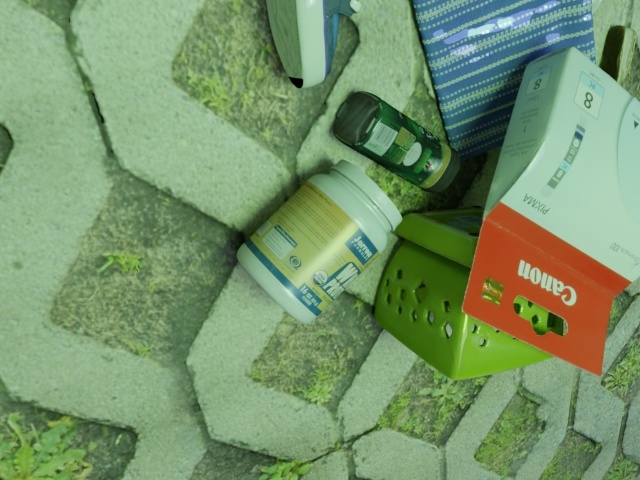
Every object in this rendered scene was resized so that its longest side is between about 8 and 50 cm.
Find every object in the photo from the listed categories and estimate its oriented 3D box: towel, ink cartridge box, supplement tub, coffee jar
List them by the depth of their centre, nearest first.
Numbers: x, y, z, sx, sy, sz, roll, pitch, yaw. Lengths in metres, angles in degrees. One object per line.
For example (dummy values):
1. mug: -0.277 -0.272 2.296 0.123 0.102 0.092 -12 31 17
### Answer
1. supplement tub: 0.000 0.000 0.786 0.200 0.144 0.144 -45 127 -3
2. ink cartridge box: 0.380 -0.028 0.808 0.308 0.091 0.384 26 75 -25
3. towel: 0.275 -0.286 0.813 0.243 0.040 0.336 -20 126 7
4. coffee jar: 0.114 -0.137 0.814 0.184 0.096 0.079 24 103 -36

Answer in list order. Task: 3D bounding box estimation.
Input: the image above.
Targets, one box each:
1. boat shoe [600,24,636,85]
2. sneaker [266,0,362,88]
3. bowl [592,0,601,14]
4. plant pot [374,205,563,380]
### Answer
1. boat shoe: 0.518 -0.301 0.988 0.045 0.050 0.135 -5 116 -22
2. sneaker: 0.058 -0.352 0.652 0.236 0.130 0.322 -13 113 -17
3. bowl: 0.367 -0.373 0.850 0.170 0.080 0.170 -12 118 -24
4. plant pot: 0.241 0.065 0.912 0.227 0.228 0.207 -6 109 -27
